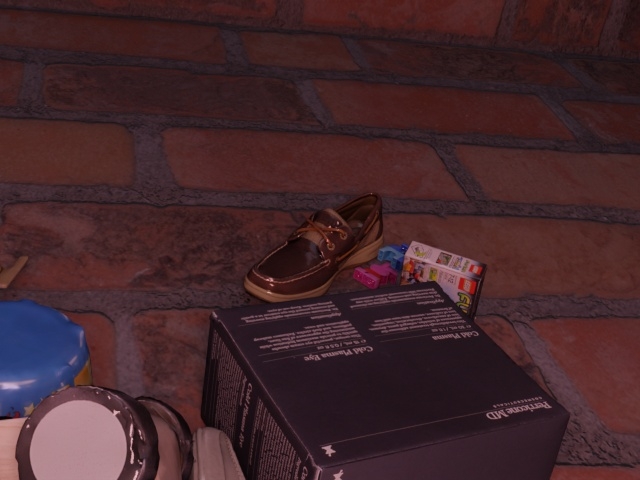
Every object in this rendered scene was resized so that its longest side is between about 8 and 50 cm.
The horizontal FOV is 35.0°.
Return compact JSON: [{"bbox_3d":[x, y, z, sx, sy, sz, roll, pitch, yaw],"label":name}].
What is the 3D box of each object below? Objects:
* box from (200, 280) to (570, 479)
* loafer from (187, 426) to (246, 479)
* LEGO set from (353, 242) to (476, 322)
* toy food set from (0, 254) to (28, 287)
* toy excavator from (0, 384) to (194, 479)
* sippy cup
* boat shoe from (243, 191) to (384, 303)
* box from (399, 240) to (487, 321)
[{"bbox_3d":[0.066,0.219,1.267,0.343,0.179,0.312,-6,30,-26],"label":"box"},{"bbox_3d":[-0.089,0.332,1.098,0.111,0.112,0.319,5,36,-19],"label":"loafer"},{"bbox_3d":[0.176,0.063,1.684,0.227,0.087,0.093,31,35,31],"label":"LEGO set"},{"bbox_3d":[-0.547,0.054,1.533,0.192,0.038,0.132,5,21,2],"label":"toy food set"},{"bbox_3d":[-0.156,0.349,0.860,0.433,0.445,0.222,-7,-12,1],"label":"toy excavator"},{"bbox_3d":[-0.348,0.197,1.131,0.305,0.224,0.240,5,29,-10],"label":"sippy cup"},{"bbox_3d":[0.000,0.000,1.702,0.123,0.123,0.342,28,33,30],"label":"boat shoe"},{"bbox_3d":[0.168,0.102,1.480,0.114,0.207,0.036,18,43,15],"label":"box"}]
